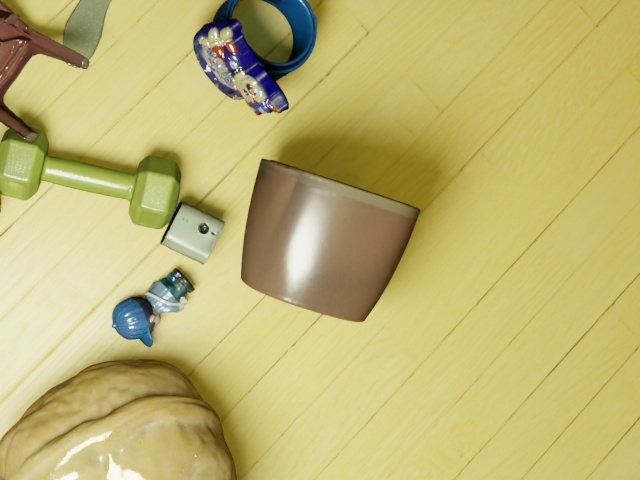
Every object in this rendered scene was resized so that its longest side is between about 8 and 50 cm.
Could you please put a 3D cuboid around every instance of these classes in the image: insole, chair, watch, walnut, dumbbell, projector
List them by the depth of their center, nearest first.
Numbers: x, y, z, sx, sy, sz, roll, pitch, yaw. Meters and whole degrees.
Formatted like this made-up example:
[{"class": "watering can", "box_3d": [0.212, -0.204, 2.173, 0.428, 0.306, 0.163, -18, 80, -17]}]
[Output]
[{"class": "walnut", "box_3d": [-0.322, 0.370, 1.642, 0.381, 0.381, 0.381, 0, 91, -13]}, {"class": "chair", "box_3d": [-0.571, -0.323, 1.685, 0.326, 0.183, 0.176, 31, 83, 33]}, {"class": "dumbbell", "box_3d": [-0.386, -0.105, 1.732, 0.301, 0.121, 0.108, 13, 60, -14]}, {"class": "insole", "box_3d": [-0.394, -0.387, 1.776, 0.063, 0.010, 0.192, 23, 85, -13]}, {"class": "watch", "box_3d": [-0.101, -0.340, 1.779, 0.200, 0.171, 0.196, -44, 112, -20]}, {"class": "projector", "box_3d": [-0.221, -0.013, 1.784, 0.082, 0.083, 0.083, 26, 86, -12]}]

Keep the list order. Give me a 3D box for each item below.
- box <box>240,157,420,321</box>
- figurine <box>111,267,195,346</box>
[{"class": "box", "box_3d": [0.000, 0.000, 1.742, 0.300, 0.301, 0.216, 18, 95, -13]}, {"class": "figurine", "box_3d": [-0.286, 0.114, 1.778, 0.149, 0.087, 0.086, -42, 62, -10]}]
